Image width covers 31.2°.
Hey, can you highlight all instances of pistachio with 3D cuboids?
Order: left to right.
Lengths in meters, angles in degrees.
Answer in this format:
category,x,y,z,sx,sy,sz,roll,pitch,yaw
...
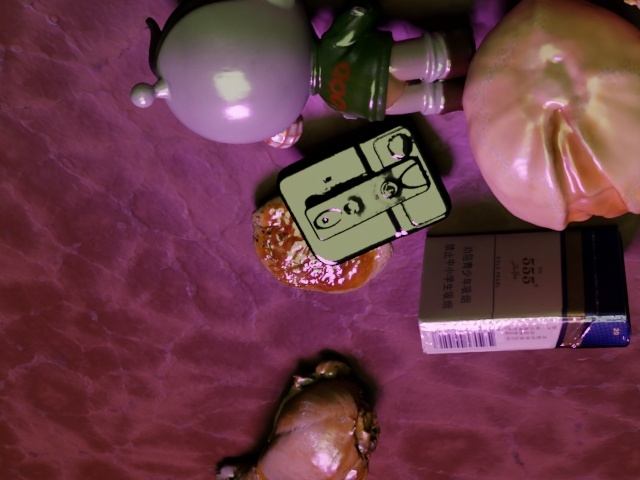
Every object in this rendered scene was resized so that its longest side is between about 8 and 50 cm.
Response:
category,x,y,z,sx,sy,sz,roll,pitch,yaw
pistachio,0.270,-0.134,1.236,0.230,0.229,0.309,-12,148,20

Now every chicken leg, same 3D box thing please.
category,x,y,z,sx,sy,sz,roll,pitch,yaw
chicken leg,-0.051,0.350,1.832,0.201,0.152,0.429,38,137,-10

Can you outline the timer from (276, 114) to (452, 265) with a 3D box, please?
category,x,y,z,sx,sy,sz,roll,pitch,yaw
timer,0.054,-0.056,1.417,0.187,0.055,0.144,-24,112,11

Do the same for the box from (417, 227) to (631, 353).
category,x,y,z,sx,sy,sz,roll,pitch,yaw
box,0.259,0.063,1.465,0.259,0.168,0.071,-2,132,13

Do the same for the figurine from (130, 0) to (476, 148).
category,x,y,z,sx,sy,sz,roll,pitch,yaw
figurine,-0.019,-0.192,1.267,0.370,0.167,0.281,1,139,-4

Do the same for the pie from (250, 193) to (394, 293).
category,x,y,z,sx,sy,sz,roll,pitch,yaw
pie,0.000,0.000,1.511,0.194,0.079,0.163,17,126,-4

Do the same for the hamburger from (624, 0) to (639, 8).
category,x,y,z,sx,sy,sz,roll,pitch,yaw
hamburger,0.326,-0.281,1.055,0.243,0.261,0.138,32,118,-25
